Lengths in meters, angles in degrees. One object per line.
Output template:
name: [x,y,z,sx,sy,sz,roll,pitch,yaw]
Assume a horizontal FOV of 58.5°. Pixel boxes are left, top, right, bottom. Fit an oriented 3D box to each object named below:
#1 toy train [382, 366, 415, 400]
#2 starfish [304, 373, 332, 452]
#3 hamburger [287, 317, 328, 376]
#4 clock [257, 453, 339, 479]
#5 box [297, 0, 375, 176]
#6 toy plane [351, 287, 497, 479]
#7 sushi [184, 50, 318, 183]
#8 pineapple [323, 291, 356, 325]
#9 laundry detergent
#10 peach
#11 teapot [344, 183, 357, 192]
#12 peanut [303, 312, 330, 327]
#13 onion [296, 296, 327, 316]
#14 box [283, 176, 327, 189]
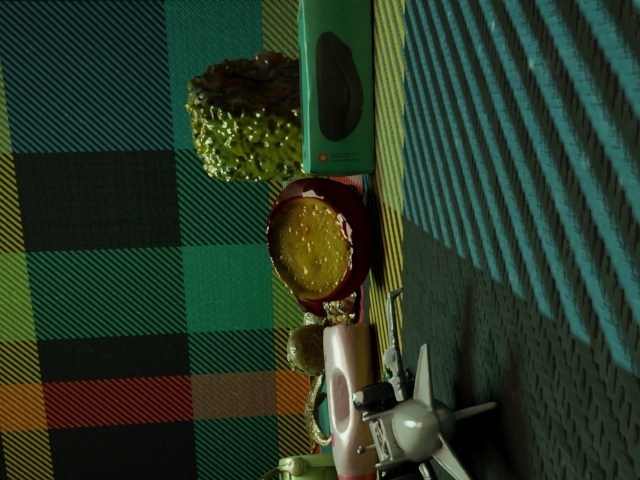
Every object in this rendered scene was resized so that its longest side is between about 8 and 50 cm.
toy train: [0.103,0.198,0.750,0.083,0.033,0.053,-139,43,-84]
starfish: [-0.010,0.591,1.992,0.327,0.095,0.374,-96,11,-59]
hamburger: [-0.021,0.311,1.695,0.131,0.159,0.184,88,-156,-64]
clock: [-0.031,0.543,1.334,0.170,0.232,0.069,95,172,-65]
box: [0.022,-0.272,1.024,0.205,0.118,0.310,-127,34,-79]
toy plane: [0.085,0.182,0.546,0.255,0.101,0.250,98,157,-66]
sushi: [-0.153,-0.333,1.519,0.351,0.397,0.239,-86,-6,-47]
pineapple: [0.038,0.096,1.269,0.225,0.076,0.224,177,90,-87]
laundry detergent: [0.060,0.320,1.030,0.159,0.088,0.334,108,159,-75]
peach: [0.000,0.000,0.981,0.226,0.190,0.196,-87,9,-48]
teapot: [0.025,-0.047,1.145,0.149,0.109,0.111,137,129,-85]
peanut: [-0.007,0.305,1.848,0.099,0.090,0.214,-18,73,55]
onion: [-0.006,0.146,1.537,0.131,0.131,0.131,178,90,-85]
box: [-0.049,-0.178,1.808,0.201,0.141,0.058,91,170,-45]
